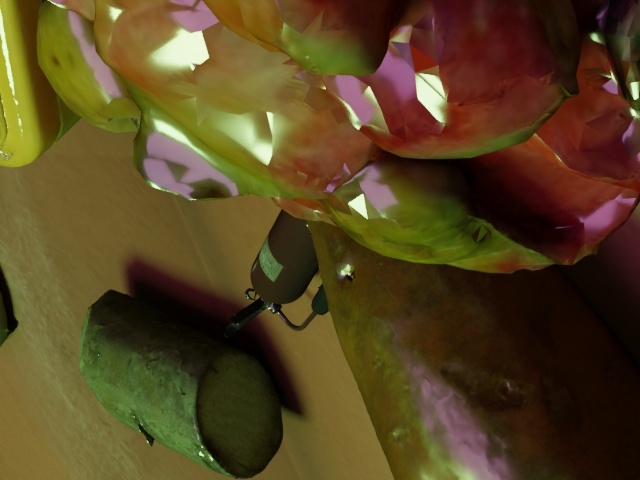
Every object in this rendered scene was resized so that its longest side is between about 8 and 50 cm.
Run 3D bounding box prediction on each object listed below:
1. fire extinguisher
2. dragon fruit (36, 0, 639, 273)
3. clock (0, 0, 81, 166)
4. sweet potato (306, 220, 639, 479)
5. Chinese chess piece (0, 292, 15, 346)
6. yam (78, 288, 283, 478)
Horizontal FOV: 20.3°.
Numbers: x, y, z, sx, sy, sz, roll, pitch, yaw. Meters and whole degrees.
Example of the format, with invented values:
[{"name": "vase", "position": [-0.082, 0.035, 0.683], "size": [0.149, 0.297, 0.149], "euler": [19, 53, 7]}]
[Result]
[{"name": "fire extinguisher", "position": [0.000, 0.000, 0.819], "size": [0.049, 0.035, 0.173], "euler": [16, 149, -9]}, {"name": "dragon fruit", "position": [0.020, -0.130, 0.429], "size": [0.296, 0.263, 0.314], "euler": [5, 124, 54]}, {"name": "clock", "position": [-0.202, -0.129, 0.869], "size": [0.202, 0.096, 0.143], "euler": [18, 133, 24]}, {"name": "sweet potato", "position": [0.086, 0.085, 0.703], "size": [0.359, 0.112, 0.112], "euler": [52, 150, 4]}, {"name": "Chinese chess piece", "position": [-0.267, 0.025, 1.191], "size": [0.144, 0.058, 0.144], "euler": [37, 144, 32]}, {"name": "yam", "position": [-0.084, 0.077, 0.970], "size": [0.146, 0.070, 0.069], "euler": [20, 135, 43]}]
